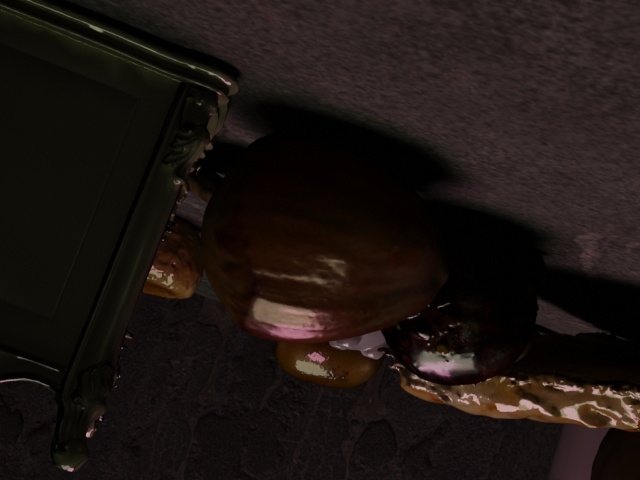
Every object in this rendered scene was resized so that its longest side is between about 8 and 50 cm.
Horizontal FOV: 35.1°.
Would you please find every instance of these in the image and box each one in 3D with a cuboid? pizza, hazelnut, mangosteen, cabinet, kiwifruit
[{"bbox_3d":[0.339,0.170,1.143,0.434,0.080,0.392,-1,-175,-33],"label":"pizza"},{"bbox_3d":[-0.002,0.009,0.873,0.210,0.186,0.210,50,164,20],"label":"hazelnut"},{"bbox_3d":[0.143,0.058,1.008,0.172,0.173,0.184,11,-157,41],"label":"mangosteen"},{"bbox_3d":[-0.236,-0.004,0.852,0.227,0.318,0.290,20,171,-9],"label":"cabinet"},{"bbox_3d":[0.023,0.212,2.107,0.234,0.196,0.196,20,171,-6],"label":"kiwifruit"}]

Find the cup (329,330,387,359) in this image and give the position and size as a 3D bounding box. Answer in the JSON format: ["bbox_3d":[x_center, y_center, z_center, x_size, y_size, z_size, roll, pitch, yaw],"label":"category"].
[{"bbox_3d":[0.033,0.064,1.300,0.173,0.142,0.134,25,170,-33],"label":"cup"}]

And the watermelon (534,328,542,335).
[{"bbox_3d":[0.300,0.165,1.560,0.181,0.092,0.075,28,156,-8],"label":"watermelon"}]

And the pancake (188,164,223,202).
[{"bbox_3d":[-0.035,-0.013,1.122,0.286,0.033,0.288,30,-178,31],"label":"pancake"}]

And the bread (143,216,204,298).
[{"bbox_3d":[-0.309,0.013,1.753,0.244,0.134,0.244,19,168,4],"label":"bread"}]

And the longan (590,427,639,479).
[{"bbox_3d":[0.498,0.353,1.287,0.360,0.361,0.361,18,171,3],"label":"longan"}]

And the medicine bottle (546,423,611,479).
[{"bbox_3d":[0.499,0.317,1.593,0.237,0.232,0.238,18,172,3],"label":"medicine bottle"}]
